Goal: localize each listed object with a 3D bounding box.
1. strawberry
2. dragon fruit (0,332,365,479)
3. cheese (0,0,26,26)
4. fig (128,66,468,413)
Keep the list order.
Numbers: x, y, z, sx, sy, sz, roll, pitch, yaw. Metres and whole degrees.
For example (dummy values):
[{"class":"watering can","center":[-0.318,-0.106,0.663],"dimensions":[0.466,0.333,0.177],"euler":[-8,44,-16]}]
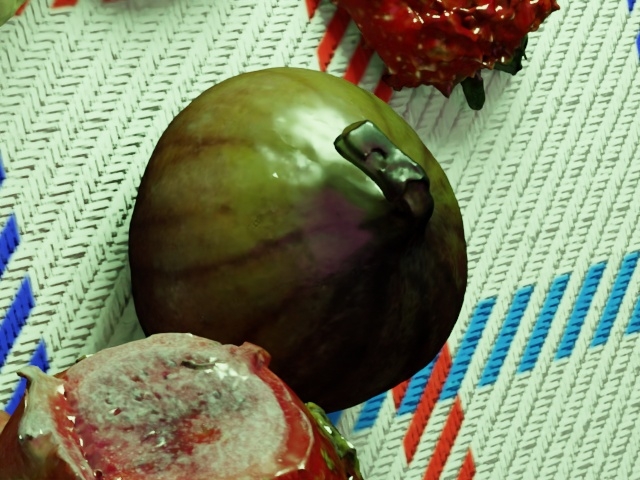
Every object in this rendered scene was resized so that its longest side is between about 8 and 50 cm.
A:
[{"class":"strawberry","center":[0.084,-0.222,1.416],"dimensions":[0.286,0.106,0.188],"euler":[44,59,-25]},{"class":"dragon fruit","center":[-0.092,0.212,1.147],"dimensions":[0.269,0.250,0.291],"euler":[-8,123,-24]},{"class":"cheese","center":[-0.190,-0.217,1.180],"dimensions":[0.123,0.094,0.167],"euler":[41,78,-1]},{"class":"fig","center":[-0.010,0.005,1.266],"dimensions":[0.235,0.214,0.235],"euler":[-27,124,-49]}]
